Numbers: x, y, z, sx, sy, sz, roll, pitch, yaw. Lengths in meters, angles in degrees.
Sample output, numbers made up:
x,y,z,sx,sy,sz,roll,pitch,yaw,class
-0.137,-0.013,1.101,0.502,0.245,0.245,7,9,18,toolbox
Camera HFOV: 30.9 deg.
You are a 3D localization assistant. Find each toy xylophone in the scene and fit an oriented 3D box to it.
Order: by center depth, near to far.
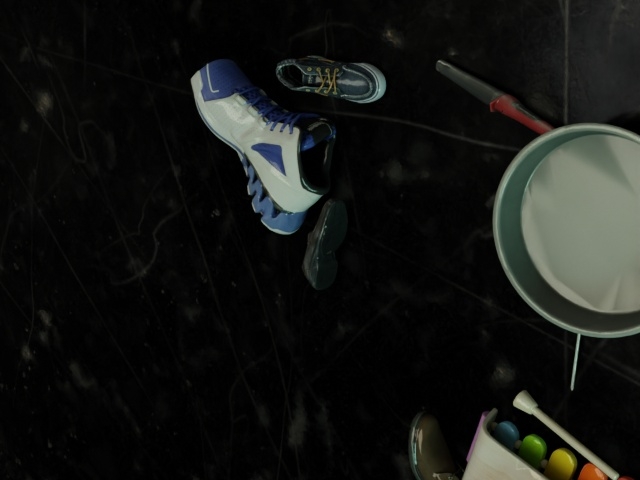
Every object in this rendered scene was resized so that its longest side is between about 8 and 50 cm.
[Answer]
x,y,z,sx,sy,sz,roll,pitch,yaw,class
0.343,0.360,1.701,0.323,0.081,0.236,43,128,29,toy xylophone

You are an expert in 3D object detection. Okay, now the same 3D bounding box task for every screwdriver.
x,y,z,sx,sy,sz,roll,pitch,yaw,class
0.368,0.141,1.659,0.024,0.025,0.170,23,116,40,screwdriver

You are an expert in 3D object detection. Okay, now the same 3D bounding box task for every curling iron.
x,y,z,sx,sy,sz,roll,pitch,yaw,class
0.260,-0.184,1.670,0.274,0.035,0.068,43,128,28,curling iron

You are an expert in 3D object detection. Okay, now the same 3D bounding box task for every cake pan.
x,y,z,sx,sy,sz,roll,pitch,yaw,class
0.374,-0.016,1.558,0.293,0.054,0.293,11,109,33,cake pan

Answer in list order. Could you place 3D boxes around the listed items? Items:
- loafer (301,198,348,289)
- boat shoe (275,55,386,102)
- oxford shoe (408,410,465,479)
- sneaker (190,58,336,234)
x,y,z,sx,sy,sz,roll,pitch,yaw,class
0.000,0.000,1.967,0.061,0.062,0.170,38,124,38,loafer
0.014,-0.257,1.864,0.183,0.083,0.065,19,114,41,boat shoe
0.206,0.376,1.852,0.096,0.083,0.227,-9,105,41,oxford shoe
-0.068,-0.186,1.953,0.182,0.127,0.315,-34,83,41,sneaker
